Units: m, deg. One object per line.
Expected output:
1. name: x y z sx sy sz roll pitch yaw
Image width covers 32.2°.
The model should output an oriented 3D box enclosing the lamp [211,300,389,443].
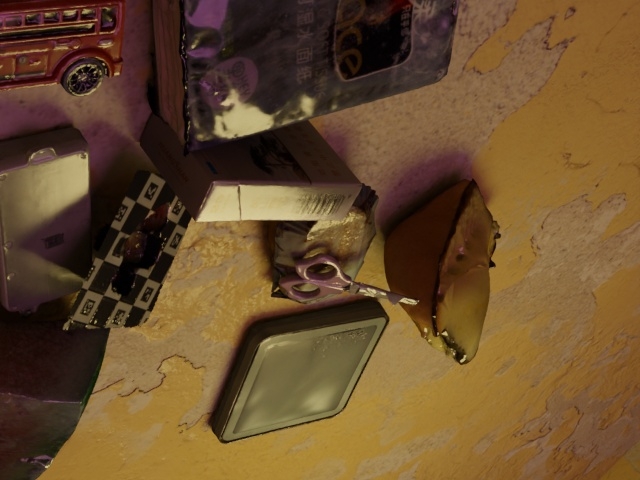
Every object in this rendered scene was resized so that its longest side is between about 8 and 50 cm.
1. lamp: -0.034 0.221 1.848 0.267 0.047 0.269 -9 136 -36

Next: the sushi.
1. sushi: -0.240 0.008 1.378 0.210 0.040 0.193 -65 159 6

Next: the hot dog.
1. hot dog: 0.000 0.000 1.594 0.163 0.081 0.270 -15 149 -14

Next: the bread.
1. bread: 0.184 0.039 1.735 0.204 0.163 0.262 58 43 -54

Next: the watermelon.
1. watermelon: -0.403 0.216 1.395 0.302 0.151 0.264 1 143 -38

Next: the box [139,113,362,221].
1. box: -0.082 -0.092 1.348 0.233 0.149 0.067 -1 129 -41

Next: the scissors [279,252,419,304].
1. scissors: 0.049 0.069 1.588 0.212 0.021 0.110 16 141 -21

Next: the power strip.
1. power strip: -0.328 -0.019 1.303 0.118 0.046 0.270 -18 141 -26

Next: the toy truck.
1. toy truck: -0.317 -0.200 1.048 0.253 0.107 0.114 -13 138 -34

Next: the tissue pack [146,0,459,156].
1. tissue pack: -0.013 -0.262 1.240 0.361 0.122 0.259 -18 138 -23
